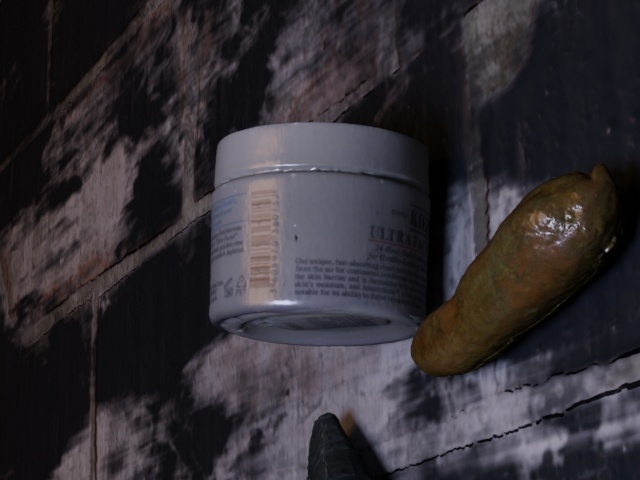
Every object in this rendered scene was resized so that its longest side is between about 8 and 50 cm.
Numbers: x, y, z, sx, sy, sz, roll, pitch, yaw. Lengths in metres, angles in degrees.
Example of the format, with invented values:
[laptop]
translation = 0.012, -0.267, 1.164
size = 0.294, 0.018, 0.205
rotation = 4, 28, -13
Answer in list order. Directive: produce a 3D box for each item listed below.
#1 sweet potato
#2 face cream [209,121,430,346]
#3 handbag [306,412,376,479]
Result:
[sweet potato]
translation = 0.130, 0.039, 1.098
size = 0.273, 0.075, 0.075
rotation = 127, 143, -51
[face cream]
translation = 0.000, 0.000, 1.242
size = 0.177, 0.177, 0.152
rotation = -20, 66, 61
[handbag]
translation = -0.002, 0.293, 1.279
size = 0.175, 0.089, 0.270
rotation = -138, 60, -69
